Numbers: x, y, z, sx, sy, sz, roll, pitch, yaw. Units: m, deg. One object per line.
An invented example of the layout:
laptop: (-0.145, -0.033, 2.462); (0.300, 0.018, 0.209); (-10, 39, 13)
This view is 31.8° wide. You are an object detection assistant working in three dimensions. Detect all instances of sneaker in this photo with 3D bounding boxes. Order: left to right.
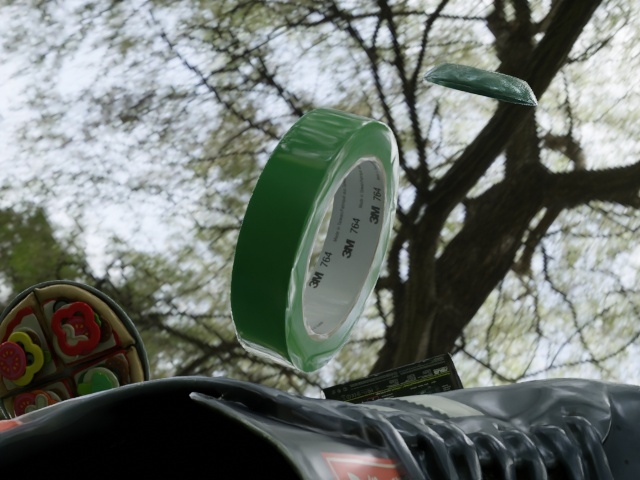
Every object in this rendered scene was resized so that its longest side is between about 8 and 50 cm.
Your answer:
sneaker: (0.018, 0.098, 0.352); (0.148, 0.350, 0.131); (118, -42, -56)

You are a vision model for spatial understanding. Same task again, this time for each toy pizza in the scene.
toy pizza: (-0.281, 0.144, 1.225); (0.201, 0.032, 0.201); (2, -83, 18)

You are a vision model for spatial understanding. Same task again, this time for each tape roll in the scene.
tape roll: (0.000, 0.000, 1.385); (0.077, 0.321, 0.321); (18, -58, 21)

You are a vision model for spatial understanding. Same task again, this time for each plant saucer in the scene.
plant saucer: (0.160, -0.158, 1.118); (0.119, 0.119, 0.021); (16, -83, 21)

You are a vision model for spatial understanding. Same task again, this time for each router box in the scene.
router box: (0.071, 0.158, 0.963); (0.038, 0.122, 0.092); (91, -18, -58)
